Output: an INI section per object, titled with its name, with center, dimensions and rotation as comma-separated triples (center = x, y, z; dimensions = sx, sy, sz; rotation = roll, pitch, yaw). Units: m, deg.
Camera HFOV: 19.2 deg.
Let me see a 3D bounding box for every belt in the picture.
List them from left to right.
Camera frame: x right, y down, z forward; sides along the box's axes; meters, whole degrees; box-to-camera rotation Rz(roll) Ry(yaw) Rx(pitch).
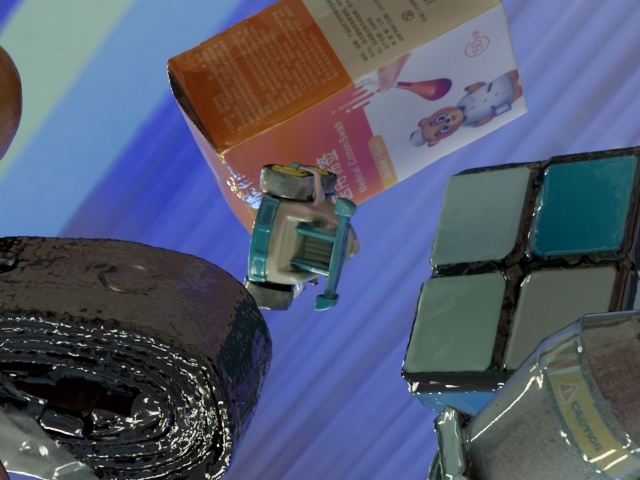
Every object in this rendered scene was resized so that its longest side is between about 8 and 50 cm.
[belt]
center = -0.185, 0.089, 1.481
dimensions = 0.289, 0.184, 0.164
rotation = 8, -146, 10

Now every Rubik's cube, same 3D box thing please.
[Rubik's cube]
center = 0.184, 0.055, 1.317
dimensions = 0.183, 0.167, 0.180
rotation = 41, -124, -43

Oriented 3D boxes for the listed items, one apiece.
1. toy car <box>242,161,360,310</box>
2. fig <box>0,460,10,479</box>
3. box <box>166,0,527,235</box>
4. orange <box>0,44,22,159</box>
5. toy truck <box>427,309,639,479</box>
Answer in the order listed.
[toy car]
center = 0.000, 0.000, 1.669
dimensions = 0.098, 0.126, 0.161
rotation = 16, -170, 20
[fig]
center = -0.261, 0.171, 0.950
dimensions = 0.175, 0.207, 0.175
rotation = 29, -176, -2
[box]
center = 0.030, -0.161, 2.011
dimensions = 0.143, 0.341, 0.225
rotation = 61, 177, 31
[orange]
center = -0.337, -0.118, 1.643
dimensions = 0.124, 0.156, 0.156
rotation = 39, -162, 32
[toy truck]
center = 0.173, 0.066, 0.882
dimensions = 0.140, 0.257, 0.108
rotation = 26, -144, -25
